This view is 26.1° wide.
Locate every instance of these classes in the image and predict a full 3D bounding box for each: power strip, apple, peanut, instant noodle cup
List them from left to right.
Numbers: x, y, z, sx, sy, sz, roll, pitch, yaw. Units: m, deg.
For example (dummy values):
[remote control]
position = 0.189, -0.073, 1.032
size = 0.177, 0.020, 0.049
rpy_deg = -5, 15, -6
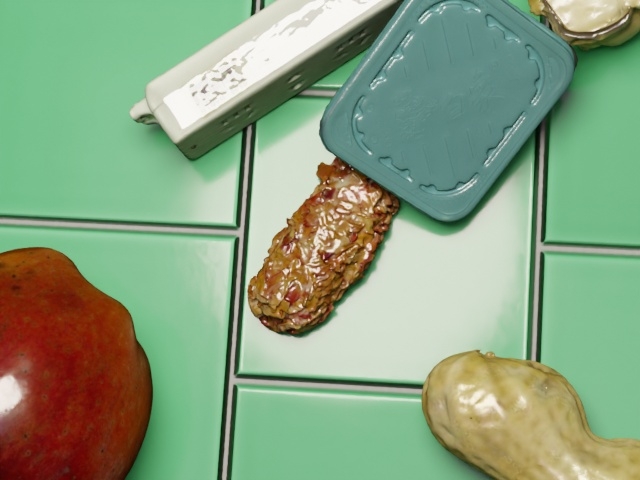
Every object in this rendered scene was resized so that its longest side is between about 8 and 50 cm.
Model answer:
[apple]
position = -0.241, 0.126, 1.067
size = 0.234, 0.234, 0.234
rpy_deg = -1, 81, 5
[power strip]
position = -0.002, -0.175, 1.144
size = 0.338, 0.098, 0.058
rpy_deg = -34, 81, -1
[instant noodle cup]
position = 0.096, -0.122, 1.106
size = 0.157, 0.070, 0.179
rpy_deg = 31, 105, -25
[peanut]
position = 0.183, 0.166, 1.080
size = 0.229, 0.098, 0.103
rpy_deg = 36, 113, 6

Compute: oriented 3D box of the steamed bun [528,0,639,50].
[steamed bun]
position = 0.239, -0.261, 1.137
size = 0.192, 0.106, 0.177
rpy_deg = -31, 84, 6

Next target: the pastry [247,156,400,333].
[pastry]
position = 0.002, 0.001, 1.135
size = 0.087, 0.063, 0.169
rpy_deg = 30, 86, 11
